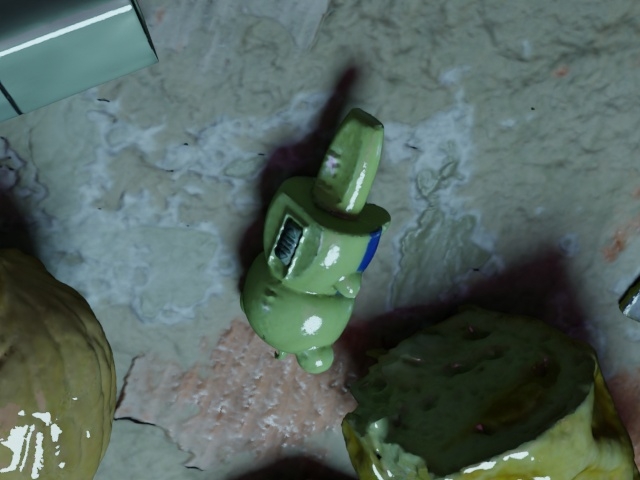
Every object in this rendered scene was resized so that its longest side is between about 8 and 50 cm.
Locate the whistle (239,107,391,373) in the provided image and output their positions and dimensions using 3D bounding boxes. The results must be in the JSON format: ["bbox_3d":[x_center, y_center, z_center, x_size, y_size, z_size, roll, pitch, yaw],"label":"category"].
[{"bbox_3d":[0.000,0.000,1.382,0.085,0.105,0.227,-8,128,-46],"label":"whistle"}]

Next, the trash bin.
[{"bbox_3d":[-0.189,-0.141,1.235,0.130,0.059,0.116,-20,162,-1],"label":"trash bin"}]

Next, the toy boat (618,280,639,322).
[{"bbox_3d":[0.312,0.027,1.519,0.063,0.016,0.115,23,116,-27],"label":"toy boat"}]

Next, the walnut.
[{"bbox_3d":[-0.264,0.119,1.332,0.225,0.225,0.261,8,123,-18],"label":"walnut"}]

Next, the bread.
[{"bbox_3d":[0.153,0.197,1.491,0.239,0.196,0.252,-20,129,-5],"label":"bread"}]

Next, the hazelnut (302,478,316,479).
[{"bbox_3d":[-0.008,0.304,1.540,0.182,0.182,0.182,-6,125,-9],"label":"hazelnut"}]
